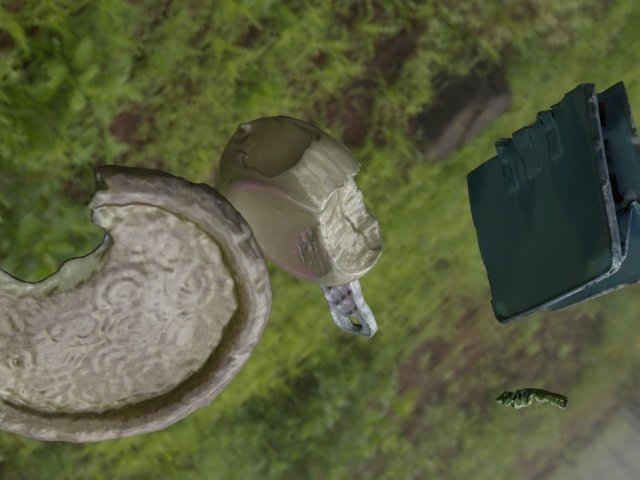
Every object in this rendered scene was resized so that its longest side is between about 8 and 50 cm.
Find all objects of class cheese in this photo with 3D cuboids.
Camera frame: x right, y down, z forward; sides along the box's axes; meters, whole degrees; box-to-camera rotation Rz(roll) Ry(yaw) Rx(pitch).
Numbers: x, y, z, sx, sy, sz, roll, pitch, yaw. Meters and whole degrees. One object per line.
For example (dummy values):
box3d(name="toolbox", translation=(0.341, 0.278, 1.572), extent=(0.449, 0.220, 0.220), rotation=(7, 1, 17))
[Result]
box3d(name="cheese", translation=(0.000, 0.000, 1.291), extent=(0.082, 0.163, 0.286), rotation=(-54, 136, -27))

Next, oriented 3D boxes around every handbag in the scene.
box3d(name="handbag", translation=(0.181, -0.023, 0.990), extent=(0.057, 0.144, 0.221), rotation=(-11, 170, -17))

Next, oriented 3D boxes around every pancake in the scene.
box3d(name="pancake", translation=(-0.183, 0.063, 1.095), extent=(0.288, 0.033, 0.286), rotation=(-2, 125, -13))

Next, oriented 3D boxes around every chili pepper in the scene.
box3d(name="chili pepper", translation=(0.243, 0.181, 1.492), extent=(0.022, 0.083, 0.027), rotation=(80, 13, -62))
